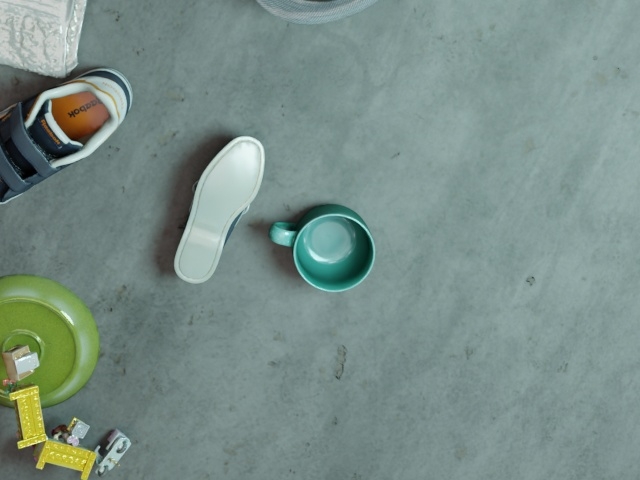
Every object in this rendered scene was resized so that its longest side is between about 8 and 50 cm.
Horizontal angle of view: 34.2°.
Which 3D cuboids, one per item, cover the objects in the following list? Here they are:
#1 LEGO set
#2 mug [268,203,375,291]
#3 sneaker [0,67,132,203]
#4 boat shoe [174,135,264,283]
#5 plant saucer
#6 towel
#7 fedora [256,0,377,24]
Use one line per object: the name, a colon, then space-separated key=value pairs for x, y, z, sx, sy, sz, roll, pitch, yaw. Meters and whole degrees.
LEGO set: x=-0.451 y=0.290 z=1.698 sx=0.132 sy=0.107 sz=0.287 roll=-50 pitch=121 yaw=-18
mug: x=0.009 y=-0.003 z=1.666 sx=0.129 sy=0.097 sz=0.158 roll=-39 pitch=105 yaw=7
sneaker: x=-0.433 y=-0.152 z=1.572 sx=0.321 sy=0.127 sz=0.126 roll=-34 pitch=107 yaw=7
boat shoe: x=-0.160 y=-0.054 z=1.646 sx=0.095 sy=0.079 sz=0.254 roll=17 pitch=106 yaw=-12
plant saucer: x=-0.486 y=0.175 z=1.706 sx=0.241 sy=0.037 sz=0.241 roll=-1 pitch=106 yaw=-4
towel: x=-0.490 y=-0.357 z=1.546 sx=0.282 sy=0.049 sz=0.187 roll=11 pitch=104 yaw=-8
fedora: x=0.010 y=-0.452 z=1.520 sx=0.275 sy=0.124 sz=0.243 roll=-33 pitch=105 yaw=12
